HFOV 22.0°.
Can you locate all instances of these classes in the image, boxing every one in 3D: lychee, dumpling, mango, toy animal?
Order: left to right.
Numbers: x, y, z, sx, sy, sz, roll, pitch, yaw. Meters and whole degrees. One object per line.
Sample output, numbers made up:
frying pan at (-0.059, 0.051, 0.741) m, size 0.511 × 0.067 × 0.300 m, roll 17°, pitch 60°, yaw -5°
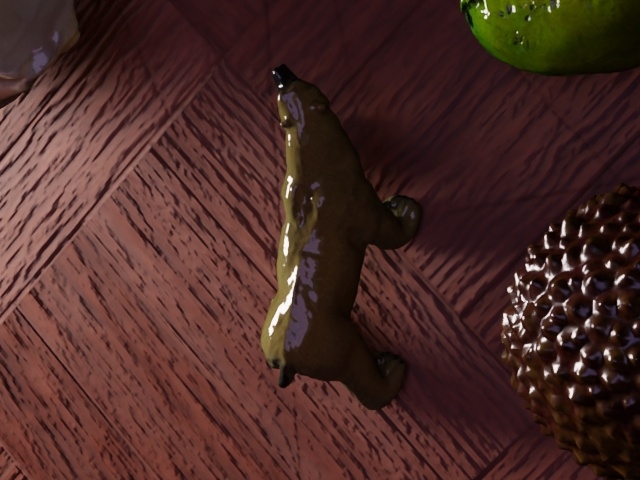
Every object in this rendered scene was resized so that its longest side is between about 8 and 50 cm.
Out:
dumpling at (-0.264, -0.181, 1.174) m, size 0.258 × 0.147 × 0.193 m, roll 2°, pitch 61°, yaw 31°
toy animal at (0.000, 0.000, 1.065) m, size 0.103 × 0.101 × 0.219 m, roll 10°, pitch 95°, yaw 26°
mango at (0.169, -0.159, 0.983) m, size 0.178 × 0.100 × 0.119 m, roll -20°, pitch 90°, yaw 29°
lychee at (0.192, 0.052, 0.939) m, size 0.188 × 0.188 × 0.188 m, roll 1°, pitch 91°, yaw 25°
